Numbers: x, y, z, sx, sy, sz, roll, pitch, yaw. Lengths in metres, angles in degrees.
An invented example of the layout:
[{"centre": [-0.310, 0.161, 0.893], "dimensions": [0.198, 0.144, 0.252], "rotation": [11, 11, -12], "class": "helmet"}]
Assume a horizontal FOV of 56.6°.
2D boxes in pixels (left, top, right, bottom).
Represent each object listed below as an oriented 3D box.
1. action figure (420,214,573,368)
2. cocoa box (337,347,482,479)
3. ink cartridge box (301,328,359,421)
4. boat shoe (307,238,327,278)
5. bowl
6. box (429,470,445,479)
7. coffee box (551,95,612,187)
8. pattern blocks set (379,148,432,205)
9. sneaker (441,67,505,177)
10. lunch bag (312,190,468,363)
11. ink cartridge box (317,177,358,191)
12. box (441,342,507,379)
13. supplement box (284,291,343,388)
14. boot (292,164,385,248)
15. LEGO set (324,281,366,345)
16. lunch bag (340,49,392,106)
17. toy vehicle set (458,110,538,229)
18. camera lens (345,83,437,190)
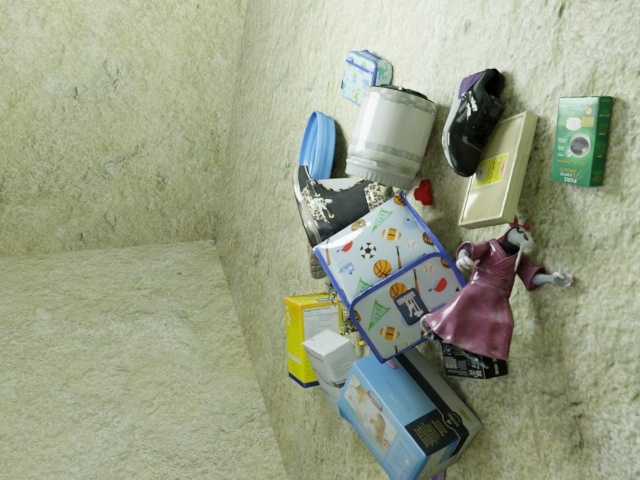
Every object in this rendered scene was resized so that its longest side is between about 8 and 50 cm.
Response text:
[{"centre": [0.422, 0.113, 1.437], "dimensions": [0.370, 0.248, 0.276], "rotation": [-64, -5, -3], "class": "action figure"}, {"centre": [0.252, 0.515, 1.768], "dimensions": [0.347, 0.228, 0.231], "rotation": [49, 140, 34], "class": "cocoa box"}, {"centre": [0.074, 0.517, 2.283], "dimensions": [0.307, 0.129, 0.223], "rotation": [67, 161, -12], "class": "ink cartridge box"}, {"centre": [0.000, 0.000, 2.495], "dimensions": [0.116, 0.123, 0.324], "rotation": [-146, 60, -70], "class": "boat shoe"}, {"centre": [-0.022, -0.320, 2.389], "dimensions": [0.391, 0.077, 0.390], "rotation": [-171, 90, -78], "class": "bowl"}, {"centre": [0.308, 0.719, 1.984], "dimensions": [0.293, 0.057, 0.200], "rotation": [-148, 56, -62], "class": "box"}, {"centre": [0.545, -0.208, 1.246], "dimensions": [0.113, 0.041, 0.184], "rotation": [-154, 62, -64], "class": "coffee box"}, {"centre": [0.263, -0.248, 1.910], "dimensions": [0.285, 0.026, 0.324], "rotation": [-19, 77, 63], "class": "pattern blocks set"}, {"centre": [0.382, -0.296, 1.451], "dimensions": [0.124, 0.107, 0.283], "rotation": [-15, 60, 54], "class": "sneaker"}, {"centre": [0.211, 0.109, 1.683], "dimensions": [0.385, 0.328, 0.239], "rotation": [61, -173, 26], "class": "lunch bag"}, {"centre": [0.054, -0.098, 2.258], "dimensions": [0.232, 0.168, 0.171], "rotation": [116, 141, -52], "class": "ink cartridge box"}, {"centre": [0.412, 0.295, 1.620], "dimensions": [0.180, 0.078, 0.147], "rotation": [157, 107, -66], "class": "box"}, {"centre": [-0.026, 0.416, 2.529], "dimensions": [0.195, 0.194, 0.356], "rotation": [-171, 77, -66], "class": "supplement box"}, {"centre": [0.060, -0.153, 2.036], "dimensions": [0.377, 0.284, 0.138], "rotation": [-104, -3, -47], "class": "boot"}, {"centre": [0.114, 0.259, 2.165], "dimensions": [0.331, 0.192, 0.254], "rotation": [-156, 63, -64], "class": "LEGO set"}, {"centre": [0.154, -0.551, 2.032], "dimensions": [0.219, 0.090, 0.176], "rotation": [-129, 43, -51], "class": "lunch bag"}, {"centre": [0.421, -0.162, 1.419], "dimensions": [0.166, 0.035, 0.266], "rotation": [-11, 61, 68], "class": "toy vehicle set"}, {"centre": [0.204, -0.302, 1.734], "dimensions": [0.219, 0.220, 0.274], "rotation": [30, 106, 63], "class": "camera lens"}]
